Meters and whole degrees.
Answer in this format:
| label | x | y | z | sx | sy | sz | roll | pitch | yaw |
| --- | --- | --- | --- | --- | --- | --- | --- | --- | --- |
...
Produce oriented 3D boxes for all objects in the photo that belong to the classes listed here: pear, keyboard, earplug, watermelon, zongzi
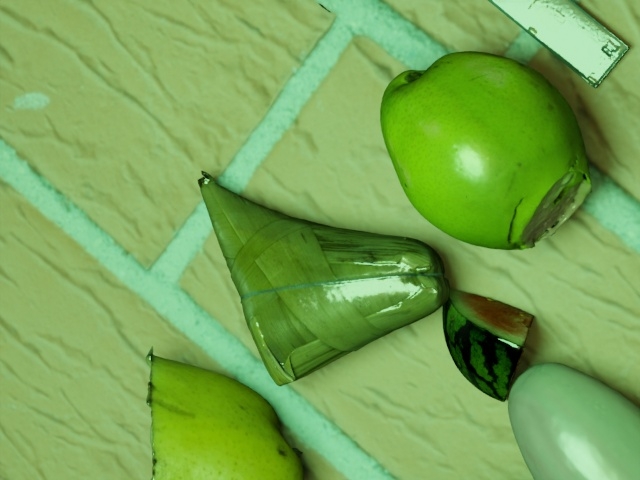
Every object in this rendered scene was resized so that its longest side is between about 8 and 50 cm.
| label | x | y | z | sx | sy | sz | roll | pitch | yaw |
| --- | --- | --- | --- | --- | --- | --- | --- | --- | --- |
| pear | -0.107 | 0.248 | 1.561 | 0.178 | 0.267 | 0.267 | -1 | 94 | -1 |
| keyboard | 0.234 | -0.233 | 1.505 | 0.176 | 0.014 | 0.055 | 41 | 106 | 11 |
| earplug | 0.301 | 0.246 | 1.451 | 0.172 | 0.172 | 0.301 | -45 | 75 | 16 |
| watermelon | 0.179 | 0.093 | 1.526 | 0.094 | 0.125 | 0.135 | -29 | 64 | -11 |
| zongzi | 0.000 | 0.000 | 1.554 | 0.228 | 0.115 | 0.256 | -28 | 77 | 22 |
| pear | 0.157 | -0.098 | 1.460 | 0.187 | 0.187 | 0.219 | -47 | 67 | 15 |
